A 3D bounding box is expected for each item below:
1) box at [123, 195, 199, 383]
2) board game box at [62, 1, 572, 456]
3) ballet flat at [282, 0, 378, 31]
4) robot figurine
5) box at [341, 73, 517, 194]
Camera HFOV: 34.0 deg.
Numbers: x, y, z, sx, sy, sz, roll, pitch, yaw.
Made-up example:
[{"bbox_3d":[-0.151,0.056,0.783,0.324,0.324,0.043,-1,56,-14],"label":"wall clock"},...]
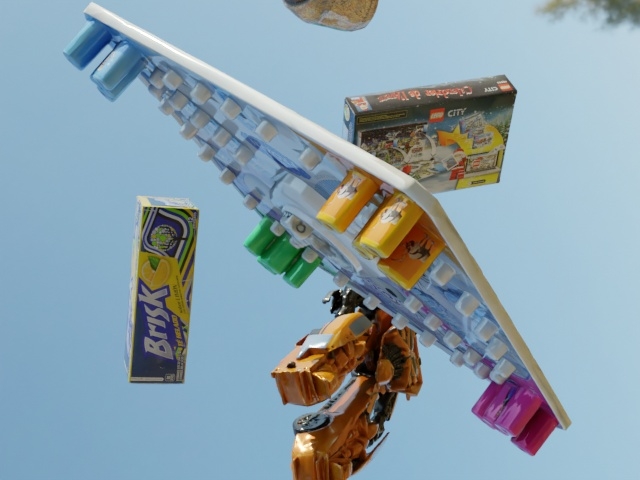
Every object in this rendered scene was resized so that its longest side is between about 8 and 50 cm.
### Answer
[{"bbox_3d":[-0.150,0.046,0.979,0.054,0.059,0.169,3,-79,-16],"label":"box"},{"bbox_3d":[0.000,0.000,0.870,0.050,0.390,0.390,-50,-39,-9],"label":"board game box"},{"bbox_3d":[0.065,-0.332,0.936,0.106,0.107,0.316,24,-84,-35],"label":"ballet flat"},{"bbox_3d":[0.043,0.163,1.213,0.291,0.085,0.211,-34,-62,-59],"label":"robot figurine"},{"bbox_3d":[0.144,-0.135,1.428,0.044,0.233,0.159,-115,21,-45],"label":"box"}]
